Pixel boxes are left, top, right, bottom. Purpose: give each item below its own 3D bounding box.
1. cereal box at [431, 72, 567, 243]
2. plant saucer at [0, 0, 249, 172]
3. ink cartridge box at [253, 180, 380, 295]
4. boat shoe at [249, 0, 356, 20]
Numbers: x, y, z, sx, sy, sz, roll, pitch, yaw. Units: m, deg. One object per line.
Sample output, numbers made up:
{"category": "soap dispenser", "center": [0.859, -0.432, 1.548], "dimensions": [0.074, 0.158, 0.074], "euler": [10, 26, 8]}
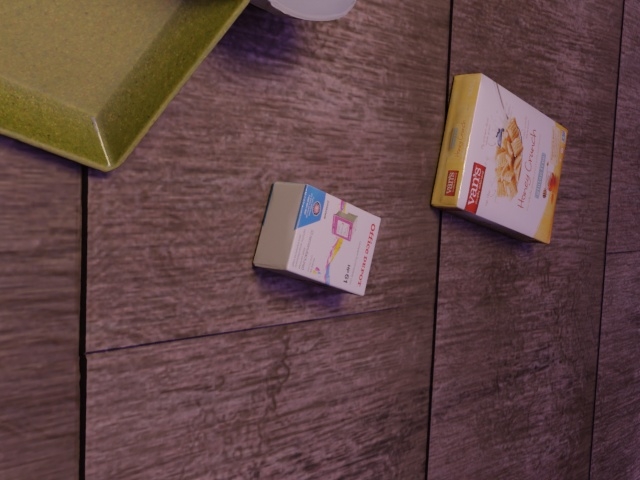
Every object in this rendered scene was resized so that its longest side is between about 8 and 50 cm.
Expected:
{"category": "cereal box", "center": [0.245, -0.101, 1.066], "dimensions": [0.240, 0.047, 0.172], "euler": [15, 84, -46]}
{"category": "plant saucer", "center": [-0.177, -0.153, 0.562], "dimensions": [0.188, 0.045, 0.188], "euler": [21, 120, -46]}
{"category": "ink cartridge box", "center": [0.000, 0.000, 0.817], "dimensions": [0.122, 0.052, 0.088], "euler": [21, 79, -47]}
{"category": "boat shoe", "center": [-0.103, -0.250, 0.643], "dimensions": [0.306, 0.105, 0.113], "euler": [2, 97, -40]}
